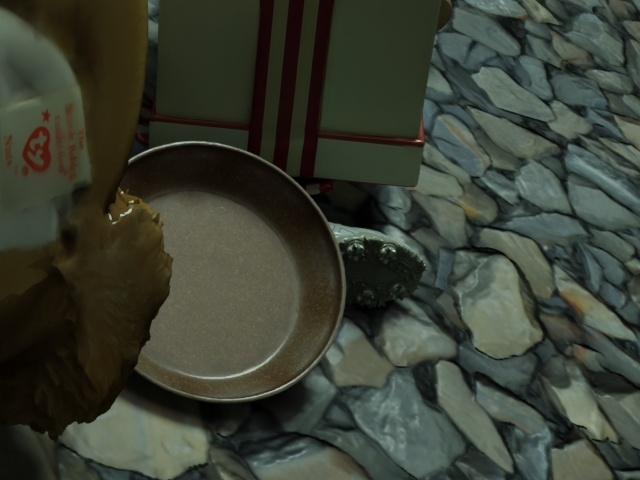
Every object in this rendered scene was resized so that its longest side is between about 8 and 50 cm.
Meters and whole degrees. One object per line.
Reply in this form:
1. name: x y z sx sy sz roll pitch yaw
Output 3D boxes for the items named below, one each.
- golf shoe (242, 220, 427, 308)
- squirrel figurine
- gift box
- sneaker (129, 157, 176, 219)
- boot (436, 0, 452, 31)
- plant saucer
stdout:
1. golf shoe: 0.000 0.000 1.167 0.176 0.069 0.086 12 32 -25
2. squirrel figurine: -0.284 -0.050 0.845 0.370 0.397 0.281 10 59 31
3. gift box: -0.037 -0.200 1.238 0.276 0.258 0.255 7 37 3
4. sneaker: -0.183 -0.041 1.084 0.178 0.072 0.077 21 44 -2
5. boot: -0.017 -0.310 1.503 0.295 0.104 0.211 5 51 -19
6. plant saucer: -0.080 0.025 1.049 0.198 0.036 0.199 10 64 -20
